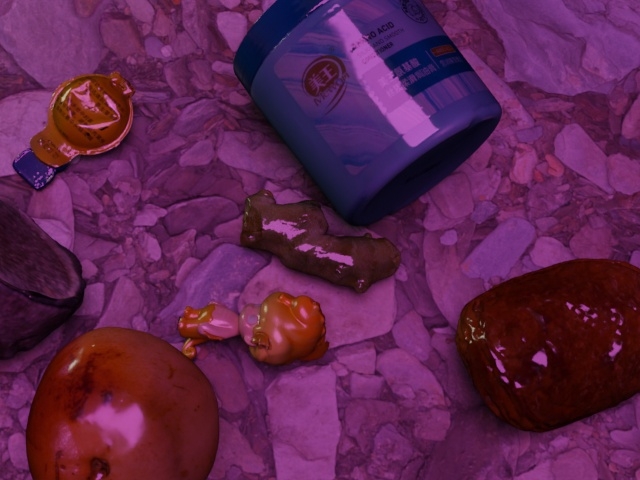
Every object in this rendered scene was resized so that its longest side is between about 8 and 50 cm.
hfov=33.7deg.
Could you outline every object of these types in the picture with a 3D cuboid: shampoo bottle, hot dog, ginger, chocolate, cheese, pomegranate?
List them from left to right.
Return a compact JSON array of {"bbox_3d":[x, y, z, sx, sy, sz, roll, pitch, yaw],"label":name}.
[{"bbox_3d":[-0.541,0.075,1.644,0.303,0.303,0.213,41,102,8],"label":"chocolate"},{"bbox_3d":[-0.431,-0.197,1.848,0.156,0.064,0.250,44,81,10],"label":"cheese"},{"bbox_3d":[-0.289,0.278,1.579,0.319,0.319,0.319,2,70,-6],"label":"pomegranate"},{"bbox_3d":[-0.005,-0.002,1.818,0.290,0.089,0.137,26,44,8],"label":"ginger"},{"bbox_3d":[0.081,-0.246,1.787,0.331,0.331,0.342,-32,79,-16],"label":"shampoo bottle"},{"bbox_3d":[0.405,0.166,1.765,0.388,0.174,0.266,-17,75,-22],"label":"hot dog"}]

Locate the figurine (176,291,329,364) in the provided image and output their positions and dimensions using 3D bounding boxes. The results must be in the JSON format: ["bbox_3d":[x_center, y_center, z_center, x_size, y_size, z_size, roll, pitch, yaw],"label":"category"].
[{"bbox_3d":[-0.107,0.145,1.741,0.246,0.131,0.156,4,29,10],"label":"figurine"}]
